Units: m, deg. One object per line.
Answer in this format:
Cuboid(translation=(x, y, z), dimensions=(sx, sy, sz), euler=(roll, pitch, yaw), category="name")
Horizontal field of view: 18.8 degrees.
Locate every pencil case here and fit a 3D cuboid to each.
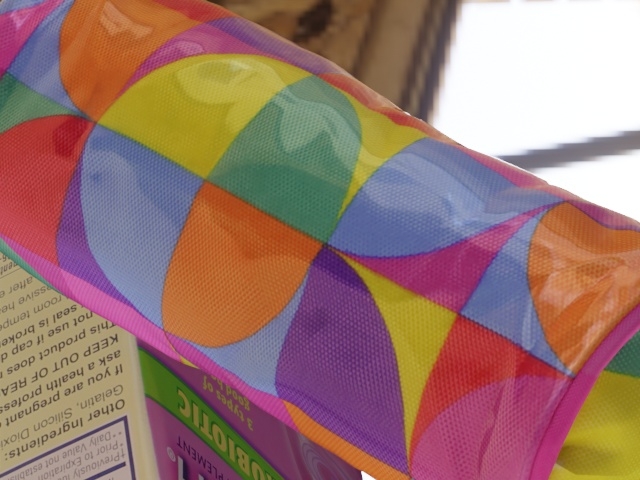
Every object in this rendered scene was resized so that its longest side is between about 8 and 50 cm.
Cuboid(translation=(0.000, 0.000, 0.510), dimensions=(0.104, 0.236, 0.104), euler=(-29, -45, -34), category="pencil case")

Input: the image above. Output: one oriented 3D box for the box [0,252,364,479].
Cuboid(translation=(-0.065, 0.127, 0.783), dimensions=(0.213, 0.117, 0.243), euler=(49, -159, -45), category="box")
